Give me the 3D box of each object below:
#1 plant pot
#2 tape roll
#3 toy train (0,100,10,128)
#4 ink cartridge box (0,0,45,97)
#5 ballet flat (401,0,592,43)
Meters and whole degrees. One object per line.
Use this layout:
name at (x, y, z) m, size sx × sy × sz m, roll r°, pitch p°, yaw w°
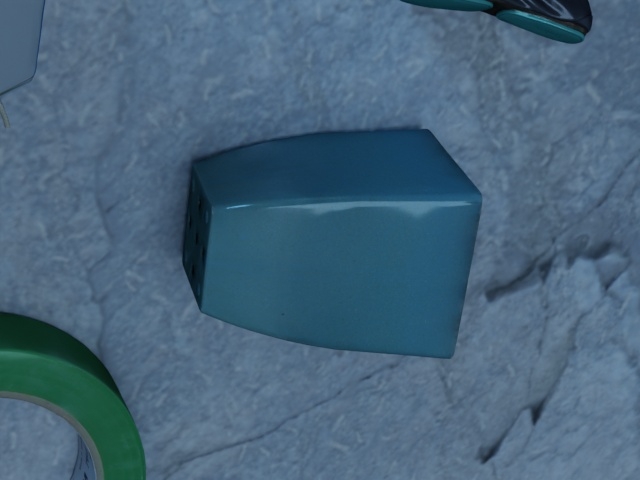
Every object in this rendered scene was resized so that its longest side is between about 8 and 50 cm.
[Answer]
plant pot at (0.000, 0.000, 1.413) m, size 0.234 × 0.166 × 0.166 m, roll 0°, pitch 115°, yaw -17°
tape roll at (-0.325, 0.224, 1.434) m, size 0.321 × 0.077 × 0.321 m, roll -10°, pitch 120°, yaw -18°
toy train at (-0.246, -0.228, 1.230) m, size 0.143 × 0.105 × 0.248 m, roll -35°, pitch 125°, yaw -19°
ink cartridge box at (-0.346, -0.237, 1.062) m, size 0.307 × 0.129 × 0.223 m, roll 15°, pitch 113°, yaw 9°
ballet flat at (0.160, -0.234, 1.421) m, size 0.203 × 0.074 × 0.074 m, roll 10°, pitch 111°, yaw -21°
